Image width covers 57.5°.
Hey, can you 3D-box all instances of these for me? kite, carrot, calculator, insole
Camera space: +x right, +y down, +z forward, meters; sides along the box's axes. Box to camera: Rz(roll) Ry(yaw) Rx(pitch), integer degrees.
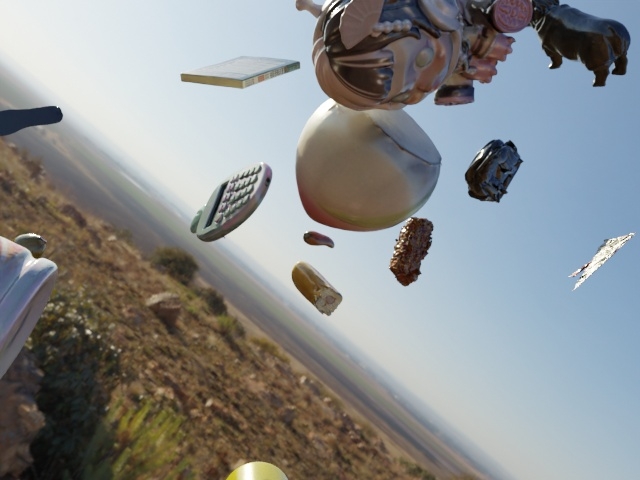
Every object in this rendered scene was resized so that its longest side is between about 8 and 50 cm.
[{"bbox_3d":[0.615,0.037,1.286,0.009,0.232,0.189,48,-44,8],"label":"kite"},{"bbox_3d":[0.000,0.000,1.377,0.035,0.035,0.142,36,11,33],"label":"carrot"},{"bbox_3d":[-0.209,-0.085,1.345,0.041,0.186,0.298,34,-37,-28],"label":"calculator"},{"bbox_3d":[-0.710,-0.285,1.384,0.004,0.188,0.064,137,-62,-73],"label":"insole"}]

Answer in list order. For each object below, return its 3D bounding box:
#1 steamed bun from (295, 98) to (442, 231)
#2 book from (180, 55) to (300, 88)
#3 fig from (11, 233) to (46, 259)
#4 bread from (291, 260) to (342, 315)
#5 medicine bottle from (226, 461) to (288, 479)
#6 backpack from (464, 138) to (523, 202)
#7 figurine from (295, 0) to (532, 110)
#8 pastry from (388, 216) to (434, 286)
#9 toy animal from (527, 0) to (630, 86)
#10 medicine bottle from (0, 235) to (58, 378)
[{"bbox_3d":[0.074,-0.140,1.215,0.309,0.309,0.309,39,-5,4],"label":"steamed bun"},{"bbox_3d":[-0.206,-0.448,1.541,0.201,0.264,0.027,13,-59,27],"label":"book"},{"bbox_3d":[-0.709,0.018,1.420,0.074,0.088,0.074,60,0,-1],"label":"fig"},{"bbox_3d":[-0.019,0.148,1.817,0.173,0.085,0.134,44,3,38],"label":"bread"},{"bbox_3d":[-0.097,0.449,0.905,0.122,0.122,0.212,41,1,-11],"label":"medicine bottle"},{"bbox_3d":[0.523,-0.216,1.776,0.133,0.206,0.258,37,10,28],"label":"backpack"},{"bbox_3d":[0.148,-0.333,0.998,0.211,0.361,0.253,56,-32,34],"label":"figurine"},{"bbox_3d":[0.202,0.019,1.337,0.063,0.170,0.087,30,-21,-23],"label":"pastry"},{"bbox_3d":[0.565,-0.494,1.369,0.343,0.106,0.168,52,-11,31],"label":"toy animal"},{"bbox_3d":[-0.530,0.050,0.739,0.315,0.202,0.202,27,-3,-13],"label":"medicine bottle"}]
